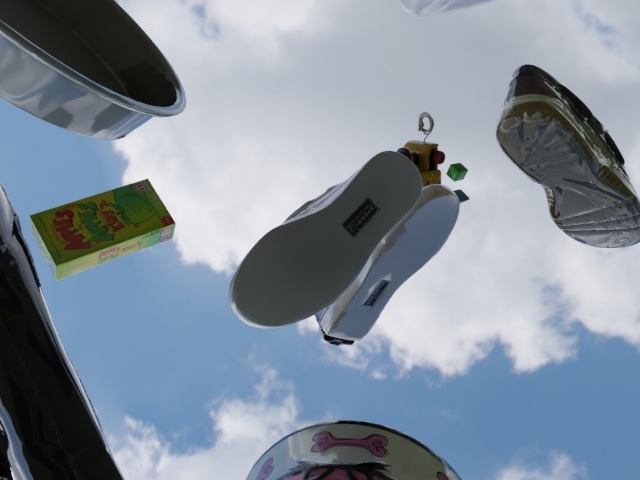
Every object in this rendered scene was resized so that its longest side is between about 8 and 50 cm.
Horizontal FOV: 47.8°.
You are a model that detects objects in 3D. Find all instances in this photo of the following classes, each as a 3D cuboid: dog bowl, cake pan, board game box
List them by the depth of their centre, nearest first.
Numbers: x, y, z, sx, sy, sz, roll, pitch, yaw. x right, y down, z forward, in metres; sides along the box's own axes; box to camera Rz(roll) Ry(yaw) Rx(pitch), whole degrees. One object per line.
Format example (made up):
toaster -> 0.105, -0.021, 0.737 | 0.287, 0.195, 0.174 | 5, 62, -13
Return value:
cake pan -> -0.242, -0.189, 0.598 | 0.293, 0.054, 0.293 | 41, -164, -14
board game box -> -0.314, -0.019, 1.047 | 0.181, 0.043, 0.092 | -23, -113, -31
dog bowl -> 0.045, 0.495, 1.108 | 0.408, 0.408, 0.150 | 21, -164, 6

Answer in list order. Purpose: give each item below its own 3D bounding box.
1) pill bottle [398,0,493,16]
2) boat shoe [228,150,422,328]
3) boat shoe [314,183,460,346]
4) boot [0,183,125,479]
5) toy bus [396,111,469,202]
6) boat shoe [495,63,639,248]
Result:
pill bottle -> 0.102, -0.325, 0.536 | 0.162, 0.162, 0.278 | -18, -82, -22
boat shoe -> 0.000, 0.000, 0.763 | 0.096, 0.088, 0.267 | 46, -120, -6
boat shoe -> 0.082, 0.009, 1.216 | 0.127, 0.340, 0.158 | 17, -150, -40
boot -> -0.349, 0.116, 0.808 | 0.146, 0.367, 0.445 | -27, -82, -19
toy bus -> 0.178, -0.119, 1.430 | 0.104, 0.191, 0.202 | -14, -116, -35
boat shoe -> 0.225, -0.068, 0.626 | 0.223, 0.080, 0.073 | 37, -124, -38
